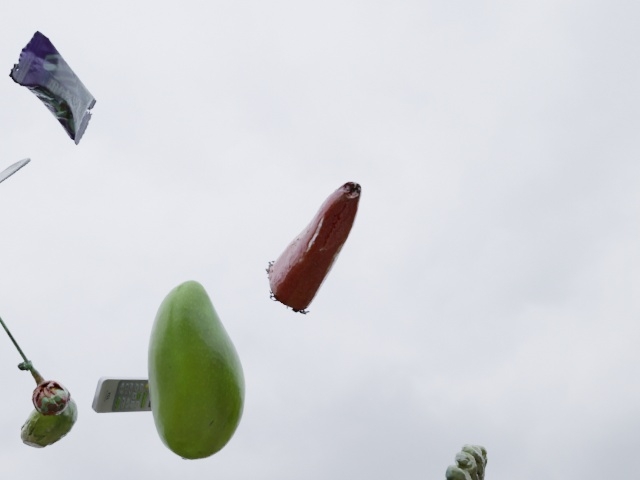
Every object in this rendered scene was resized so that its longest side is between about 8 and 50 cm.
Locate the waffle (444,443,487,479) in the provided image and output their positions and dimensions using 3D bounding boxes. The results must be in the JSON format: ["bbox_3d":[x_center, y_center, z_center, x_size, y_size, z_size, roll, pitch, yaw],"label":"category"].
[{"bbox_3d":[0.269,0.533,1.022,0.056,0.292,0.309,2,-9,24],"label":"waffle"}]

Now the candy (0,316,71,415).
[{"bbox_3d":[-0.724,0.310,1.353,0.078,0.084,0.288,-32,-87,-11],"label":"candy"}]

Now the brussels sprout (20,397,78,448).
[{"bbox_3d":[-0.738,0.495,1.495,0.117,0.155,0.155,34,-63,-17],"label":"brussels sprout"}]

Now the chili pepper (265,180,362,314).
[{"bbox_3d":[0.001,-0.002,0.637,0.064,0.088,0.169,16,-54,-28],"label":"chili pepper"}]

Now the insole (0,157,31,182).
[{"bbox_3d":[-0.598,-0.047,0.884,0.109,0.322,0.007,-5,-53,34],"label":"insole"}]

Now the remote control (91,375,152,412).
[{"bbox_3d":[-0.551,0.458,1.622,0.250,0.034,0.103,20,-97,-49],"label":"remote control"}]

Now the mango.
[{"bbox_3d":[-0.245,0.248,1.069,0.192,0.343,0.156,-11,-8,15],"label":"mango"}]

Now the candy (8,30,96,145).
[{"bbox_3d":[-0.623,-0.356,1.297,0.070,0.145,0.275,9,-22,14],"label":"candy"}]
